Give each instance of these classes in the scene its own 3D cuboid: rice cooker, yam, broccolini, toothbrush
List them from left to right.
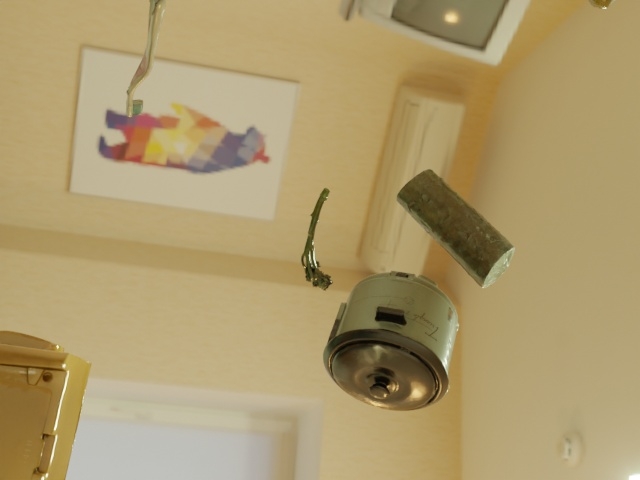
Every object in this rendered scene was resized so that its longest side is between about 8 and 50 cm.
[{"bbox_3d":[-0.176,-0.179,0.846,0.017,0.022,0.204,67,-26,17],"label":"toothbrush"},{"bbox_3d":[-0.006,0.003,1.441,0.054,0.052,0.194,38,-44,41],"label":"broccolini"},{"bbox_3d":[0.137,0.203,1.632,0.280,0.241,0.227,89,16,-46],"label":"rice cooker"},{"bbox_3d":[0.175,-0.018,1.091,0.169,0.068,0.068,49,-37,25],"label":"yam"}]

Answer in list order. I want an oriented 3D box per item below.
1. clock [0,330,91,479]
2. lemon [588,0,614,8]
[{"bbox_3d":[-0.426,0.199,0.901,0.200,0.317,0.244,122,-21,-71],"label":"clock"},{"bbox_3d":[0.465,-0.495,1.344,0.184,0.184,0.248,-106,-153,-64],"label":"lemon"}]
